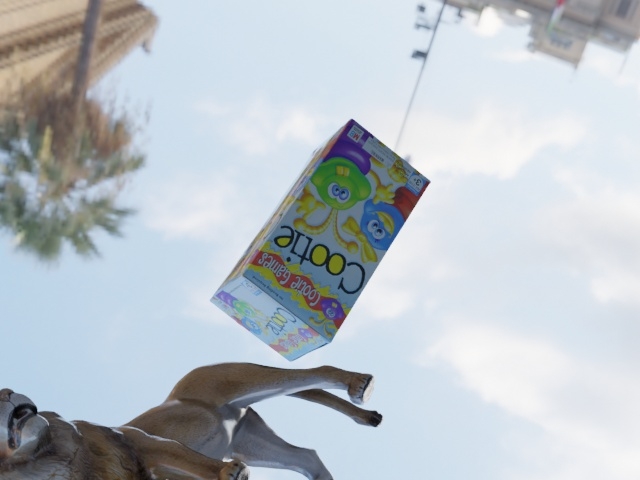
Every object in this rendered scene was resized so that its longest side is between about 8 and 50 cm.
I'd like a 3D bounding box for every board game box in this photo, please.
[{"bbox_3d":[0.000,0.000,1.488,0.142,0.144,0.275,38,-117,-9],"label":"board game box"}]

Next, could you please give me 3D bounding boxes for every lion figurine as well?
[{"bbox_3d":[-0.126,0.182,1.004,0.240,0.142,0.392,12,-170,29],"label":"lion figurine"}]
